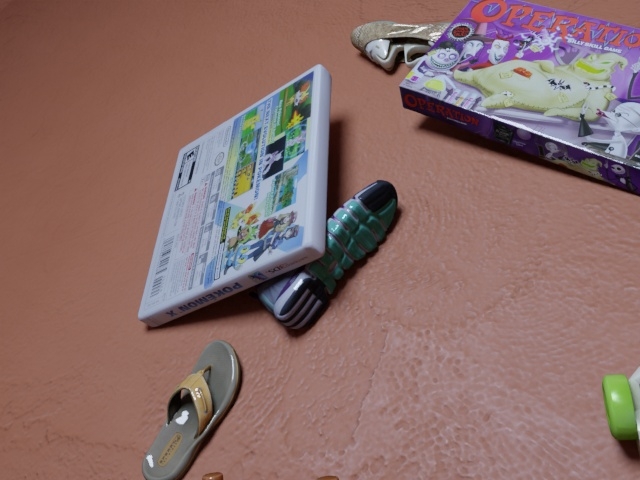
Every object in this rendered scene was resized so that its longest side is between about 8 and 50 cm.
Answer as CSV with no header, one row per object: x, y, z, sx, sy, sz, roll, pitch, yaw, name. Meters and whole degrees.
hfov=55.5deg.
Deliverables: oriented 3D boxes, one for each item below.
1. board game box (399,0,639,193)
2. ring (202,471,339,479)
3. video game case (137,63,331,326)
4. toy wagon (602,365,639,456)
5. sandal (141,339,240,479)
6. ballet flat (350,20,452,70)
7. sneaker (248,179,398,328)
0.299,-0.200,0.771,0.346,0.056,0.208,28,66,30,board game box
-0.114,0.235,0.484,0.336,0.336,0.032,-9,81,19,ring
-0.114,-0.066,0.851,0.299,0.036,0.329,-24,45,30,video game case
0.373,0.144,0.479,0.267,0.068,0.345,-9,50,19,toy wagon
-0.152,0.195,0.705,0.072,0.049,0.180,13,61,33,sandal
0.129,-0.300,0.948,0.206,0.073,0.067,8,66,33,ballet flat
0.000,0.000,0.766,0.098,0.083,0.224,27,70,44,sneaker
